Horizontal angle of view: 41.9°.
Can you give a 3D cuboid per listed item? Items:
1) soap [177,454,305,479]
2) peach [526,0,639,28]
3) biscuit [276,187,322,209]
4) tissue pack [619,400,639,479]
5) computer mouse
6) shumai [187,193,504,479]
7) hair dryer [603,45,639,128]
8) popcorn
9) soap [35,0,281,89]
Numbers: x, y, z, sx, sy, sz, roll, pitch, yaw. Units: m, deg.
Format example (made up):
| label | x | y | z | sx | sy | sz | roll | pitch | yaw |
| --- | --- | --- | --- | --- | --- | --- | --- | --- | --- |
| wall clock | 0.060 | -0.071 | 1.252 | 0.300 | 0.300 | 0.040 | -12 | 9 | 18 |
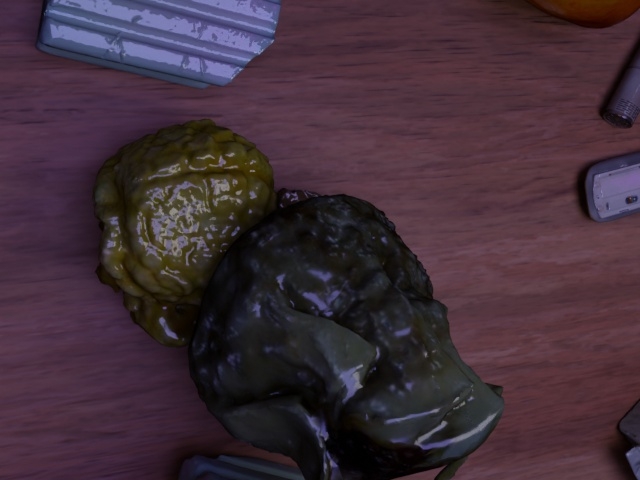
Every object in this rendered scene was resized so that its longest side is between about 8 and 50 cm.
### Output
| label | x | y | z | sx | sy | sz | roll | pitch | yaw |
| --- | --- | --- | --- | --- | --- | --- | --- | --- | --- |
| soap | 0.012 | 0.423 | 1.137 | 0.447 | 0.261 | 0.156 | 19 | 88 | -22 |
| peach | 0.385 | -0.458 | 1.191 | 0.289 | 0.289 | 0.308 | -42 | 101 | -12 |
| biscuit | 0.000 | 0.000 | 1.203 | 0.183 | 0.061 | 0.118 | 28 | 87 | -18 |
| tissue pack | 0.618 | 0.397 | 1.413 | 0.145 | 0.159 | 0.229 | -43 | 107 | -11 |
| computer mouse | 0.519 | -0.093 | 1.393 | 0.199 | 0.045 | 0.102 | -16 | 101 | -19 |
| shumai | 0.057 | 0.160 | 1.025 | 0.395 | 0.348 | 0.394 | -23 | 129 | -32 |
| hair dryer | 0.599 | -0.236 | 1.407 | 0.220 | 0.054 | 0.195 | 32 | 83 | -21 |
| popcorn | -0.186 | -0.024 | 1.066 | 0.225 | 0.174 | 0.285 | 35 | 86 | -32 |
| soap | -0.205 | -0.299 | 1.081 | 0.290 | 0.095 | 0.172 | 9 | 91 | -21 |
